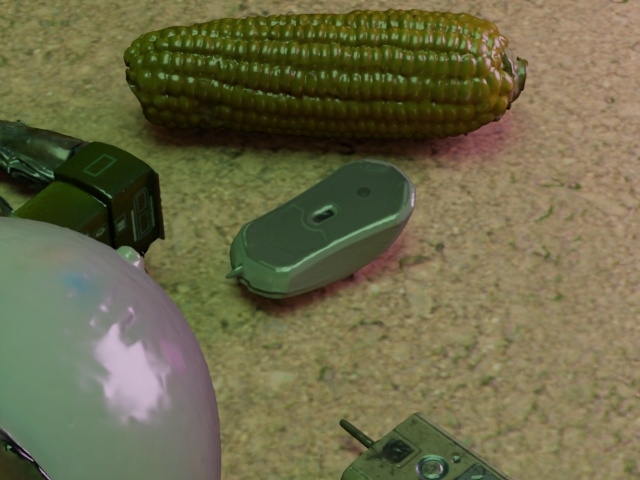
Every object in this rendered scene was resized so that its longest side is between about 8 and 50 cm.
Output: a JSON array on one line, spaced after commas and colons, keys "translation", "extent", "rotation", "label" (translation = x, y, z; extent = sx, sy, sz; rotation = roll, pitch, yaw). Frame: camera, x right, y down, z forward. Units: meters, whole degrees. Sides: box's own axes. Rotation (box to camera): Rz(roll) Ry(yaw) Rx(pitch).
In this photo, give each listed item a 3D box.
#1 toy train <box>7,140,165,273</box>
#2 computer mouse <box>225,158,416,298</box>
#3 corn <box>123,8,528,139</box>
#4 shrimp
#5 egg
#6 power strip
[{"translation": [-0.219, 0.031, 1.573], "extent": [0.090, 0.137, 0.225], "rotation": [26, 49, 26], "label": "toy train"}, {"translation": [0.000, 0.000, 1.661], "extent": [0.181, 0.056, 0.089], "rotation": [-29, 45, -18], "label": "computer mouse"}, {"translation": [0.005, -0.151, 1.774], "extent": [0.363, 0.120, 0.120], "rotation": [2, 43, 3], "label": "corn"}, {"translation": [-0.261, -0.050, 1.731], "extent": [0.223, 0.047, 0.126], "rotation": [21, 58, 20], "label": "shrimp"}, {"translation": [-0.224, 0.136, 1.325], "extent": [0.354, 0.355, 0.340], "rotation": [13, 31, 14], "label": "egg"}, {"translation": [0.110, 0.205, 1.456], "extent": [0.092, 0.034, 0.268], "rotation": [-35, 53, -30], "label": "power strip"}]
